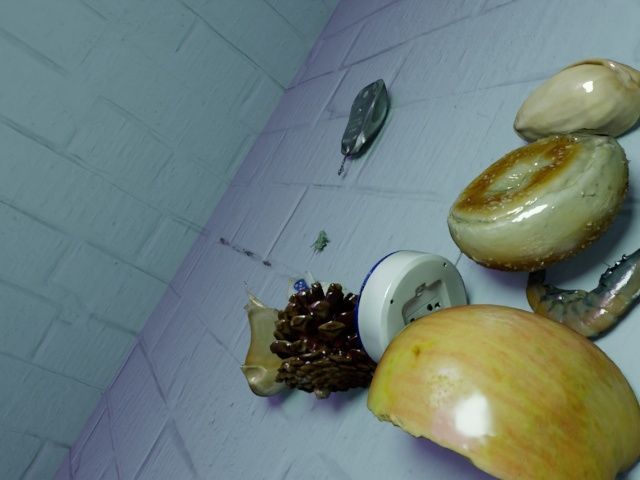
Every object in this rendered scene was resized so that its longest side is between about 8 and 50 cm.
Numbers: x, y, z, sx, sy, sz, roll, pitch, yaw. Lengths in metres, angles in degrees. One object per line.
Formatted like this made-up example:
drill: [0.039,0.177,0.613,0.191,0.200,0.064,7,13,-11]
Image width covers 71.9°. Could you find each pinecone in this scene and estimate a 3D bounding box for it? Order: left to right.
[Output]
pinecone: [0.007,0.212,0.975,0.264,0.264,0.264,-37,34,31]

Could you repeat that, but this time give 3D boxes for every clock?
clock: [0.176,0.134,0.827,0.083,0.230,0.230,3,64,56]

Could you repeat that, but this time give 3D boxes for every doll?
doll: [-0.015,0.159,1.209,0.293,0.119,0.138,10,95,58]

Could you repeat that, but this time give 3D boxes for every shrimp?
shrimp: [0.443,0.031,0.716,0.262,0.051,0.198,-51,29,16]

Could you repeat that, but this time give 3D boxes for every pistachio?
pistachio: [0.491,-0.258,0.851,0.229,0.157,0.157,-8,54,60]

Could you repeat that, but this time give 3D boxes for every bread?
bread: [0.375,-0.062,0.762,0.305,0.159,0.305,-37,12,9]

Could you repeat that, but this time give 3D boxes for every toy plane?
toy plane: [0.002,0.002,1.427,0.080,0.033,0.083,-27,34,43]

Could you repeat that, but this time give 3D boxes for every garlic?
garlic: [-0.138,0.270,1.212,0.151,0.196,0.338,-30,33,13]

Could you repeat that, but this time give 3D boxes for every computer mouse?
computer mouse: [0.150,-0.390,1.545,0.167,0.090,0.379,10,76,65]

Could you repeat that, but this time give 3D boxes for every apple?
apple: [0.257,0.231,0.649,0.314,0.252,0.309,-26,8,-28]
